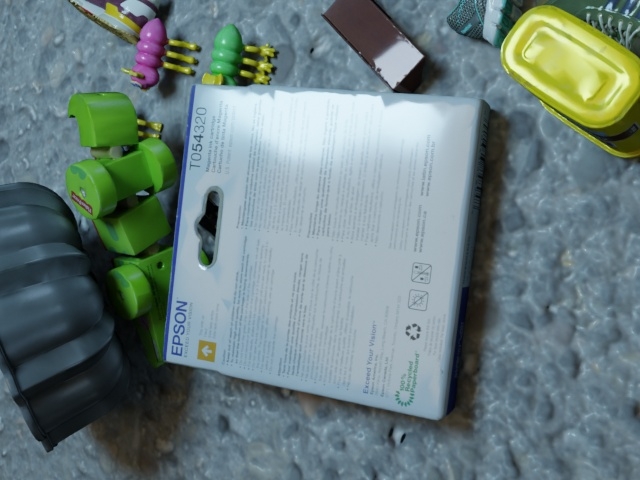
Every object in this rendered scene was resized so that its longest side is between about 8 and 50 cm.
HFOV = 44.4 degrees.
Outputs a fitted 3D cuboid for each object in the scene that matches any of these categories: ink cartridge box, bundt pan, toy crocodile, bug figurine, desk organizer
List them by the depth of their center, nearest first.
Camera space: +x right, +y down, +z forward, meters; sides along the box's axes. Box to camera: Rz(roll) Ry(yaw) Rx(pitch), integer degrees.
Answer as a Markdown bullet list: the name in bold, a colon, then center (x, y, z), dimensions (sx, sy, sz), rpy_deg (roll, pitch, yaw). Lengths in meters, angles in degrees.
- **ink cartridge box**: center (0.000, 0.000, 0.852), dimensions (0.330, 0.071, 0.324), rpy_deg (8, 93, 22)
- **desk organizer**: center (0.064, -0.218, 0.855), dimensions (0.050, 0.047, 0.130), rpy_deg (-45, 68, 18)
- **toy crocodile**: center (-0.223, -0.011, 0.935), dimensions (0.105, 0.115, 0.340), rpy_deg (4, 116, 45)
- **bundt pan**: center (-0.324, 0.073, 0.942), dimensions (0.124, 0.331, 0.331), rpy_deg (-22, 74, -16)
- **bug figurine**: center (-0.176, -0.164, 0.974), dimensions (0.279, 0.072, 0.216), rpy_deg (14, 95, 29)

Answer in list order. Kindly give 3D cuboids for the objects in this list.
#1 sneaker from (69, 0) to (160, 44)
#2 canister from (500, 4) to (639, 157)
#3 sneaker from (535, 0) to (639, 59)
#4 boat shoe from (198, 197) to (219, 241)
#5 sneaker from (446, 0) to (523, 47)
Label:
- **sneaker**: center (-0.284, -0.333, 1.051), dimensions (0.185, 0.069, 0.084), rpy_deg (36, 89, 25)
- **canister**: center (0.235, -0.135, 0.685), dimensions (0.126, 0.170, 0.073), rpy_deg (42, 108, 24)
- **sneaker**: center (0.289, -0.200, 0.708), dimensions (0.192, 0.064, 0.086), rpy_deg (2, 74, 27)
- **boat shoe**: center (-0.116, -0.018, 0.927), dimensions (0.038, 0.046, 0.125), rpy_deg (-26, 107, 25)
- **sneaker**: center (0.170, -0.282, 0.791), dimensions (0.076, 0.065, 0.166), rpy_deg (16, 95, 33)
